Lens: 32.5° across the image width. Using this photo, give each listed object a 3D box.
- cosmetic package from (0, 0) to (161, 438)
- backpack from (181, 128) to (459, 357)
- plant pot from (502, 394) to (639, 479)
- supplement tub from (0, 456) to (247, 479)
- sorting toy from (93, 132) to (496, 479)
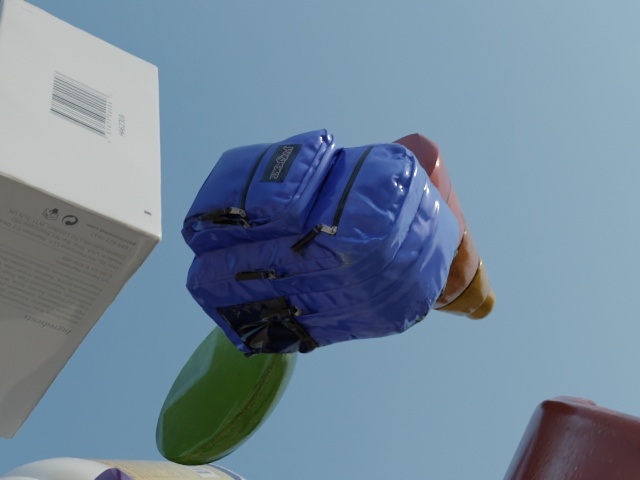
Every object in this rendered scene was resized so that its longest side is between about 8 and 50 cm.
[{"bbox_3d":[-0.233,-0.019,0.819,0.138,0.224,0.225,24,-59,-26],"label":"cosmetic package"},{"bbox_3d":[0.000,0.000,0.543,0.120,0.098,0.101,-5,-41,34],"label":"backpack"},{"bbox_3d":[0.123,0.208,0.358,0.272,0.272,0.265,23,-98,-19],"label":"plant pot"},{"bbox_3d":[-0.179,0.301,0.935,0.228,0.228,0.316,-40,-24,12],"label":"supplement tub"},{"bbox_3d":[-0.010,0.104,0.743,0.126,0.127,0.365,39,-85,-22],"label":"sorting toy"}]
